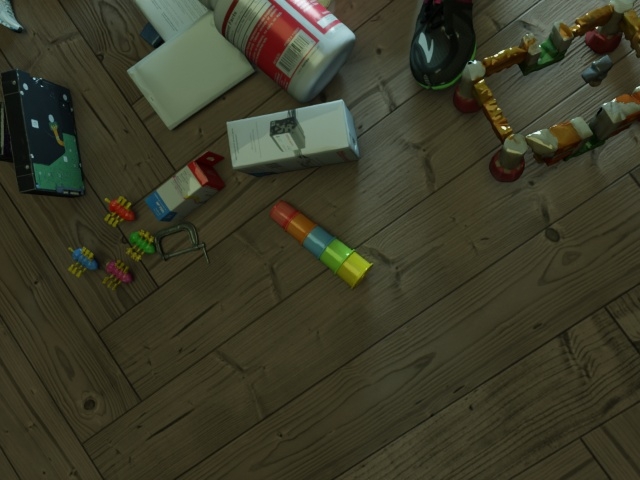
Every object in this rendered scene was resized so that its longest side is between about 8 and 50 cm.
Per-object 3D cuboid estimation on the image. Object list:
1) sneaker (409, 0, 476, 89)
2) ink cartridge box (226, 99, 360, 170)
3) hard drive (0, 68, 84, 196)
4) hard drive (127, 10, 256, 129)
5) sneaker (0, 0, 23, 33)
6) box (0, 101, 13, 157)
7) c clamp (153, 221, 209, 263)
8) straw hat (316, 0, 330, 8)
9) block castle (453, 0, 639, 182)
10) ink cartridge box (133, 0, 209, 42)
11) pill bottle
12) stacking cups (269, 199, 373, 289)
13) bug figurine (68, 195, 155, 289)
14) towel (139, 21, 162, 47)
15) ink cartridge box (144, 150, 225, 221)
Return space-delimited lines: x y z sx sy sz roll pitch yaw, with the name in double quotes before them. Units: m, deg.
"sneaker" 0.311 -0.621 1.433 0.185 0.202 0.482 10 88 32
"ink cartridge box" -0.064 -0.264 1.513 0.308 0.223 0.128 -8 89 11
"hard drive" -0.798 -0.297 1.645 0.064 0.237 0.338 -10 90 11
"hard drive" -0.369 -0.487 1.631 0.308 0.040 0.203 -32 106 10
"sneaker" -0.988 -0.723 1.761 0.191 0.071 0.083 41 92 7
"box" -0.915 -0.313 1.681 0.108 0.207 0.153 1 92 10
"c clamp" -0.419 0.016 1.686 0.161 0.022 0.137 -11 89 10
"straw hat" -0.039 -0.704 1.585 0.145 0.061 0.144 0 91 10
"block castle" 0.592 -0.359 1.402 0.453 0.213 0.302 -24 75 4
"ink cartridge box" -0.386 -0.759 1.585 0.330 0.071 0.324 -34 110 7
"pill bottle" -0.127 -0.576 1.494 0.408 0.229 0.229 41 98 -1
"stacking cups" 0.000 0.000 1.581 0.316 0.096 0.096 41 98 12
"bug figurine" -0.616 0.015 1.698 0.216 0.072 0.279 40 96 6
"towel" -0.477 -0.635 1.684 0.067 0.029 0.119 43 97 6
"ink cartridge box" -0.366 -0.150 1.617 0.231 0.134 0.078 -36 84 10
